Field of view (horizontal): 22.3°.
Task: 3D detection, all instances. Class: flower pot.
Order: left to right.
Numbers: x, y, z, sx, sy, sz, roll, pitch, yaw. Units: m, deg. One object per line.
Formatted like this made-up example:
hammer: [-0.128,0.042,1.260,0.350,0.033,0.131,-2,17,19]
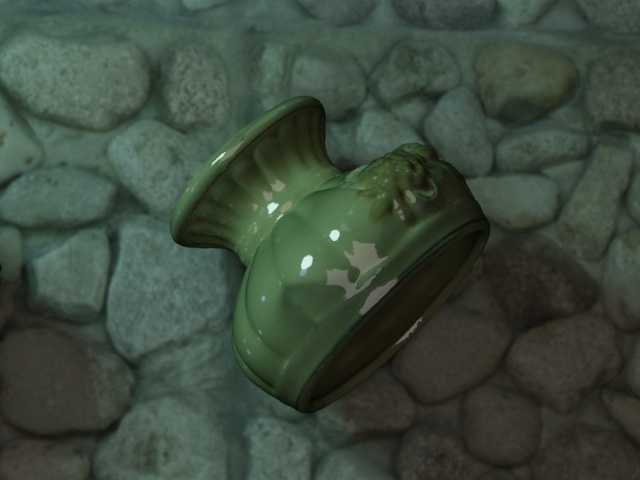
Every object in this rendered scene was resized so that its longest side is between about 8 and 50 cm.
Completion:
flower pot: [0.000,0.000,1.692,0.307,0.307,0.244,-45,77,-6]
